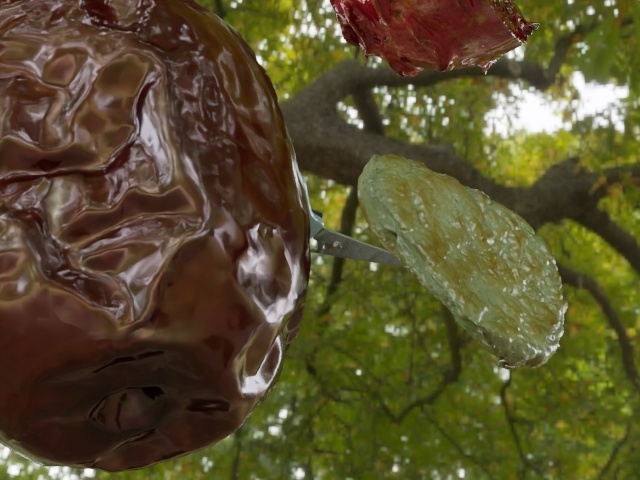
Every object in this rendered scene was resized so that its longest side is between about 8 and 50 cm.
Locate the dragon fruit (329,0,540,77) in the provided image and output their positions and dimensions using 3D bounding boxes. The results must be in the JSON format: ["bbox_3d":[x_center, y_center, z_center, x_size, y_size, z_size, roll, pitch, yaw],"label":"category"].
[{"bbox_3d":[0.141,-0.400,1.490,0.249,0.386,0.371,-32,-75,21],"label":"dragon fruit"}]

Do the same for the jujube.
[{"bbox_3d":[-0.153,-0.035,0.675,0.276,0.377,0.276,-12,-35,-9],"label":"jujube"}]

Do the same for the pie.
[{"bbox_3d":[0.147,0.016,1.004,0.274,0.257,0.105,41,-66,-13],"label":"pie"}]

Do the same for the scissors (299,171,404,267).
[{"bbox_3d":[-0.001,-0.001,1.262,0.360,0.029,0.191,13,-63,-40],"label":"scissors"}]
